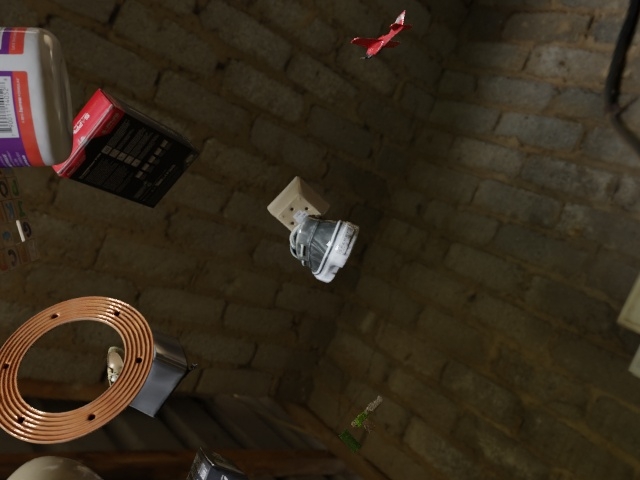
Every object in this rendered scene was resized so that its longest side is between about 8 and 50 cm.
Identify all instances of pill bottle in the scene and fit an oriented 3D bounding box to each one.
[{"bbox_3d":[-0.497,-0.179,0.773,0.323,0.181,0.181,-4,-168,-15],"label":"pill bottle"}]

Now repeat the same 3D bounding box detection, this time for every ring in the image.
[{"bbox_3d":[-0.509,0.259,1.249,0.337,0.336,0.032,24,145,22],"label":"ring"}]

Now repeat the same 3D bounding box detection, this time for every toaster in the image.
[{"bbox_3d":[-0.427,0.330,1.558,0.110,0.185,0.168,34,-175,-32],"label":"toaster"}]

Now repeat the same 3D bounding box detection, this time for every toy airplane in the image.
[{"bbox_3d":[0.146,-0.450,1.349,0.028,0.151,0.151,67,-163,13],"label":"toy airplane"}]

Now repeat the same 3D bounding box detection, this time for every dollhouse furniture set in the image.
[{"bbox_3d":[0.122,0.483,1.596,0.058,0.076,0.152,46,-130,11],"label":"dollhouse furniture set"}]

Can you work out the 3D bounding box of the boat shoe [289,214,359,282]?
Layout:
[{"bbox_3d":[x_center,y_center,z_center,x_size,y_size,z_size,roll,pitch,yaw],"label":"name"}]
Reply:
[{"bbox_3d":[0.000,0.000,1.206,0.119,0.121,0.335,26,168,0],"label":"boat shoe"}]

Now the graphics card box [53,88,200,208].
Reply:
[{"bbox_3d":[-0.525,-0.236,1.656,0.094,0.232,0.371,46,-170,25],"label":"graphics card box"}]

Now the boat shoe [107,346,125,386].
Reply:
[{"bbox_3d":[-0.461,0.308,1.385,0.050,0.135,0.045,-4,-159,10],"label":"boat shoe"}]

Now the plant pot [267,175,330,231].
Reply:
[{"bbox_3d":[-0.049,-0.067,1.388,0.109,0.109,0.096,42,-171,-12],"label":"plant pot"}]

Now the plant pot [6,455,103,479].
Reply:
[{"bbox_3d":[-0.559,0.602,1.183,0.284,0.284,0.191,23,-165,7],"label":"plant pot"}]

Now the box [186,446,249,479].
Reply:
[{"bbox_3d":[-0.273,0.632,1.309,0.097,0.318,0.395,24,161,-8],"label":"box"}]

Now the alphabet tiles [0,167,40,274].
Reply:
[{"bbox_3d":[-0.549,-0.043,1.012,0.009,0.198,0.237,-13,-171,0],"label":"alphabet tiles"}]
